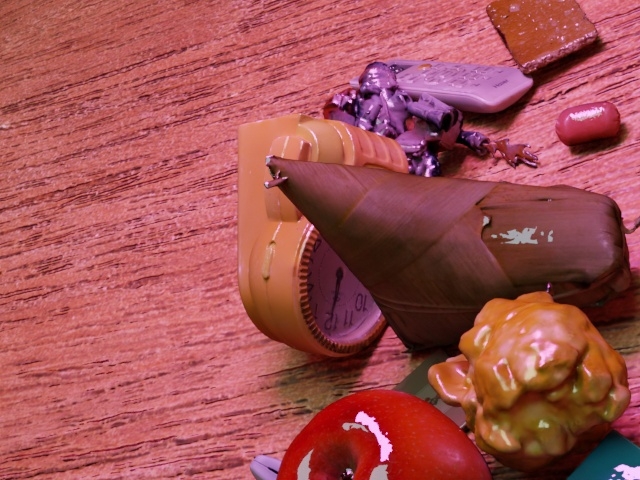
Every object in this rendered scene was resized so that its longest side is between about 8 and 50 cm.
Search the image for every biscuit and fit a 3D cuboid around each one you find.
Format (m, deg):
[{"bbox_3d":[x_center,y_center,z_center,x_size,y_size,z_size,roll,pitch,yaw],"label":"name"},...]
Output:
[{"bbox_3d":[0.344,-0.339,2.192,0.131,0.026,0.237,-24,32,6],"label":"biscuit"}]

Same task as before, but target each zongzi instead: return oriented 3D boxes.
[{"bbox_3d":[0.210,-0.028,1.714,0.447,0.418,0.181,-17,48,32],"label":"zongzi"}]

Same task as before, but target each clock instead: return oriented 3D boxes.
[{"bbox_3d":[0.000,0.000,1.947,0.200,0.244,0.317,1,83,44],"label":"clock"}]

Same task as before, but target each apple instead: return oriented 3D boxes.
[{"bbox_3d":[0.073,0.300,1.612,0.260,0.216,0.260,-24,50,31],"label":"apple"}]

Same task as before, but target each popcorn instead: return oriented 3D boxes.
[{"bbox_3d":[0.250,0.173,1.633,0.191,0.190,0.253,-35,22,-3],"label":"popcorn"}]

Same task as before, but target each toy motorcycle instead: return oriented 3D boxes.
[{"bbox_3d":[0.133,-0.159,2.105,0.401,0.134,0.207,15,79,42],"label":"toy motorcycle"}]

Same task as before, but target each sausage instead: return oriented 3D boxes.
[{"bbox_3d":[0.378,-0.166,1.976,0.094,0.054,0.059,-11,6,28],"label":"sausage"}]

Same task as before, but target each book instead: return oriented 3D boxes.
[{"bbox_3d":[0.115,0.239,1.820,0.199,0.016,0.138,-40,38,-1],"label":"book"}]

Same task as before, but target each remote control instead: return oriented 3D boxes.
[{"bbox_3d":[0.189,-0.239,2.206,0.109,0.055,0.313,-31,28,-33],"label":"remote control"}]

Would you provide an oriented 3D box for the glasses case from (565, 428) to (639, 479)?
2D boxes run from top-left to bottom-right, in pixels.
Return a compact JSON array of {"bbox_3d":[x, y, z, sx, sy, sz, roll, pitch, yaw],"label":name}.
[{"bbox_3d":[0.272,0.357,1.542,0.301,0.070,0.117,-44,45,-9],"label":"glasses case"}]

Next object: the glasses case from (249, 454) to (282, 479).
[{"bbox_3d":[-0.024,0.324,1.805,0.178,0.067,0.045,20,66,47],"label":"glasses case"}]
